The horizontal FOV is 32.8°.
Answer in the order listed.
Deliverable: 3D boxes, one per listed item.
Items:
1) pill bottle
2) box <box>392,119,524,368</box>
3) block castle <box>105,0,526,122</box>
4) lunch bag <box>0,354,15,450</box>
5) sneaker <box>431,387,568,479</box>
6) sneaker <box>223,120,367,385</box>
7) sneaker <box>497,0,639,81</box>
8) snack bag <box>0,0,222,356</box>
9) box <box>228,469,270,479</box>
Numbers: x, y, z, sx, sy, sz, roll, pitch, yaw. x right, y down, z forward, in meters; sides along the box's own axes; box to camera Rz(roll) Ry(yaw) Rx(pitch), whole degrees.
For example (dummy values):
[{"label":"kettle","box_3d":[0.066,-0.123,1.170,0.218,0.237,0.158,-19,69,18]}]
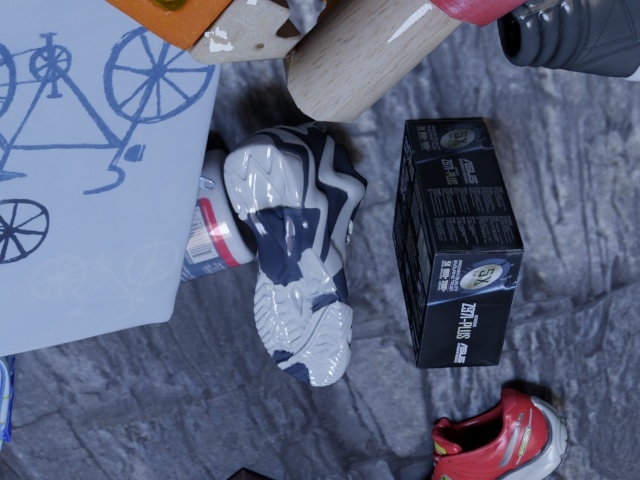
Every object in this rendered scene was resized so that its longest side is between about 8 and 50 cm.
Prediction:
[{"label":"pill bottle","box_3d":[-0.157,-0.008,0.989,0.180,0.108,0.108,-16,133,8]},{"label":"box","box_3d":[0.119,0.002,0.987,0.077,0.180,0.147,-2,133,-5]},{"label":"block castle","box_3d":[-0.068,-0.301,0.551,0.453,0.303,0.213,35,128,-22]},{"label":"lunch bag","box_3d":[-0.403,0.153,1.119,0.176,0.090,0.219,8,132,-14]},{"label":"sneaker","box_3d":[0.172,0.271,1.329,0.118,0.107,0.279,37,118,-13]},{"label":"sneaker","box_3d":[0.000,0.000,0.981,0.094,0.153,0.235,-10,107,32]},{"label":"sneaker","box_3d":[0.213,-0.238,0.823,0.146,0.105,0.296,-5,138,-10]},{"label":"snack bag","box_3d":[-0.221,-0.040,0.797,0.323,0.037,0.343,-12,132,-34]},{"label":"box","box_3d":[0.016,0.457,1.402,0.381,0.191,0.143,26,125,-30]}]
